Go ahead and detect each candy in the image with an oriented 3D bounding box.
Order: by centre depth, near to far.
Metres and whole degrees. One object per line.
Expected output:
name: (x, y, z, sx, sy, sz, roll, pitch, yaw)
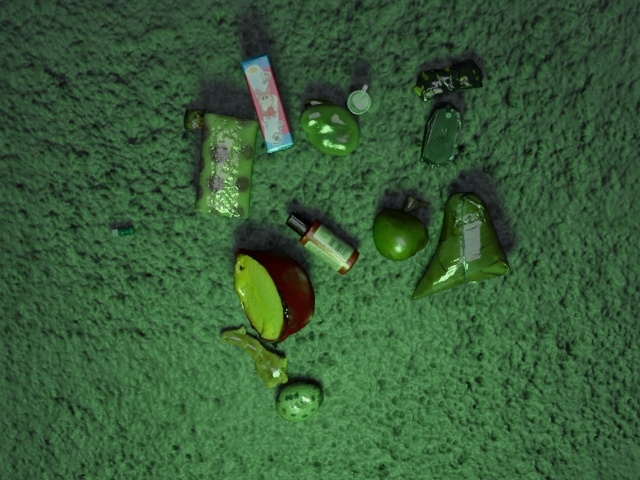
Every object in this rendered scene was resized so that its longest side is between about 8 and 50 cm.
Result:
candy: (-0.175, -0.448, 1.830, 0.100, 0.157, 0.305, -16, 99, 0)

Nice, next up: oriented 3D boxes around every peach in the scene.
peach: (-0.153, 0.167, 1.920, 0.258, 0.201, 0.361, -35, 82, 45)

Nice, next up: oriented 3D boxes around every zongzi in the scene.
zongzi: (0.431, 0.021, 1.909, 0.361, 0.160, 0.322, -22, 93, 11)
zongzi: (0.329, -0.111, 1.944, 0.083, 0.040, 0.076, 23, 107, -20)

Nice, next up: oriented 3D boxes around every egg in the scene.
egg: (-0.075, 0.589, 2.013, 0.182, 0.141, 0.141, -15, 99, -7)

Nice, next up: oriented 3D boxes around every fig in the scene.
fig: (0.266, -0.023, 1.888, 0.181, 0.181, 0.191, -40, 90, 7)

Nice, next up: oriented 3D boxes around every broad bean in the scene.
broad bean: (0.030, -0.389, 1.875, 0.169, 0.100, 0.228, -35, 109, 14)

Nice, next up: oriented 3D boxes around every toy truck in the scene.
toy truck: (-0.706, -0.031, 1.971, 0.083, 0.044, 0.039, -5, 96, 2)

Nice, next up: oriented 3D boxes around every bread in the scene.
bread: (-0.318, -0.253, 1.869, 0.187, 0.155, 0.338, 8, 99, -5)

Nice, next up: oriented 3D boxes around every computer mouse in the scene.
computer mouse: (0.407, -0.358, 1.882, 0.126, 0.071, 0.231, 2, 110, -13)

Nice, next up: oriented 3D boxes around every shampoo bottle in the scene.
shampoo bottle: (0.000, 0.000, 1.930, 0.278, 0.104, 0.104, 38, 98, -5)

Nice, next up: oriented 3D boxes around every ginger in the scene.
ginger: (-0.240, 0.426, 2.025, 0.295, 0.086, 0.131, 36, 108, 3)

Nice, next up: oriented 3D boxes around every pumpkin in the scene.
pumpkin: (-0.425, -0.420, 1.904, 0.101, 0.035, 0.073, 9, 107, 24)

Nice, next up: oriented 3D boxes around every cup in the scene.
cup: (0.133, -0.473, 1.842, 0.074, 0.116, 0.104, 21, 100, -1)

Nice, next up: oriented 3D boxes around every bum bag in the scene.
bum bag: (0.428, -0.540, 1.854, 0.233, 0.060, 0.106, -11, 90, 1)
